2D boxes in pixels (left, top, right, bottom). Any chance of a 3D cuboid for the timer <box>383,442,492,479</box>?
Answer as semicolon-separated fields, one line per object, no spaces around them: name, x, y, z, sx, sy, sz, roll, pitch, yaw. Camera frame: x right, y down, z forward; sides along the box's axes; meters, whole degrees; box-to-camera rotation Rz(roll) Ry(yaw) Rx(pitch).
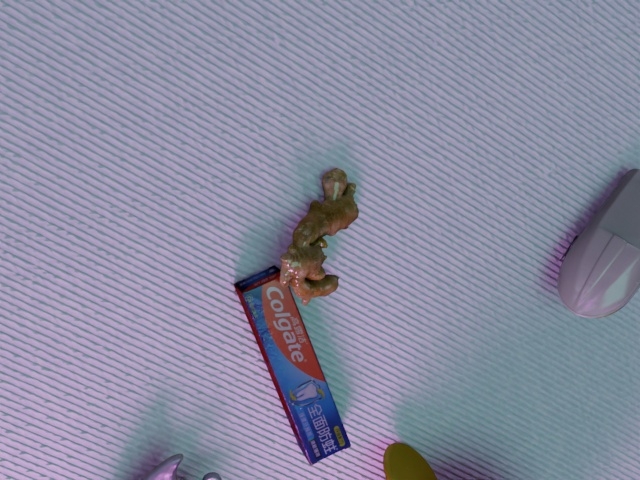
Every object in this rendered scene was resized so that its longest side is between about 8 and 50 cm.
timer;0.230;0.536;1.633;0.387;0.376;0.376;38;90;-21

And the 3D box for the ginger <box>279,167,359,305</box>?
ginger;0.000;0.000;1.554;0.176;0.052;0.193;-27;114;-46

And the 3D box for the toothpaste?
toothpaste;-0.043;0.199;1.608;0.076;0.066;0.320;-24;110;-11

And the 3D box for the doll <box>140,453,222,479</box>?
doll;-0.275;0.462;1.576;0.316;0.103;0.145;-39;84;4

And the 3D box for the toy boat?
toy boat;0.503;0.015;1.710;0.141;0.141;0.269;33;91;-22
